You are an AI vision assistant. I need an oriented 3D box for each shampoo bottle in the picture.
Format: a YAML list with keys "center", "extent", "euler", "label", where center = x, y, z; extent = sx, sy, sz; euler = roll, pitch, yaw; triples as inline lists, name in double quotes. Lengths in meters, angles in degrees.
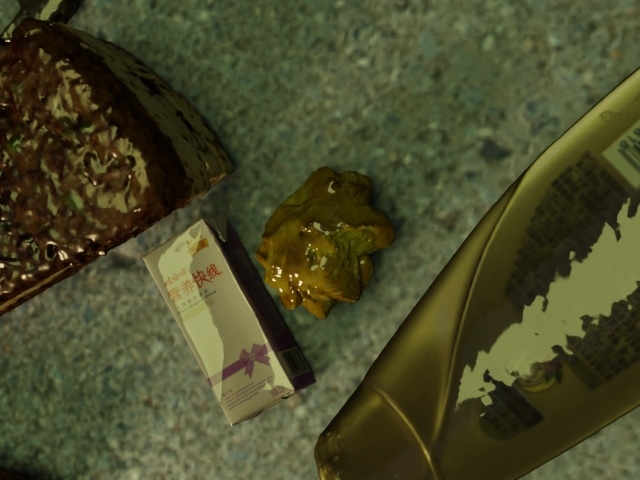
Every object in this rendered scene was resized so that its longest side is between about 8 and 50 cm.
- center: [0.135, 0.020, 0.479]
  extent: [0.350, 0.084, 0.125]
  euler: [-46, 75, 15]
  label: "shampoo bottle"

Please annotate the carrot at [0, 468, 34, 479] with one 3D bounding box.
- center: [-0.257, 0.166, 0.636]
  extent: [0.186, 0.060, 0.060]
  euler: [11, 95, 22]
  label: "carrot"

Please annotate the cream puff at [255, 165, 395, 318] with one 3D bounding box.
- center: [0.000, 0.000, 0.538]
  extent: [0.083, 0.058, 0.083]
  euler: [-23, 82, 20]
  label: "cream puff"

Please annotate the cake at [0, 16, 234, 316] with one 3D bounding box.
- center: [-0.159, 0.007, 0.568]
  extent: [0.135, 0.112, 0.246]
  euler: [34, 102, 13]
  label: "cake"

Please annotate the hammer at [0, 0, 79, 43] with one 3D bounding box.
- center: [-0.271, -0.234, 0.645]
  extent: [0.297, 0.027, 0.125]
  euler: [39, 99, 14]
  label: "hammer"

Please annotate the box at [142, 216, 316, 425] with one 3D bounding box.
- center: [-0.054, 0.046, 0.570]
  extent: [0.051, 0.036, 0.117]
  euler: [-34, 80, 16]
  label: "box"
